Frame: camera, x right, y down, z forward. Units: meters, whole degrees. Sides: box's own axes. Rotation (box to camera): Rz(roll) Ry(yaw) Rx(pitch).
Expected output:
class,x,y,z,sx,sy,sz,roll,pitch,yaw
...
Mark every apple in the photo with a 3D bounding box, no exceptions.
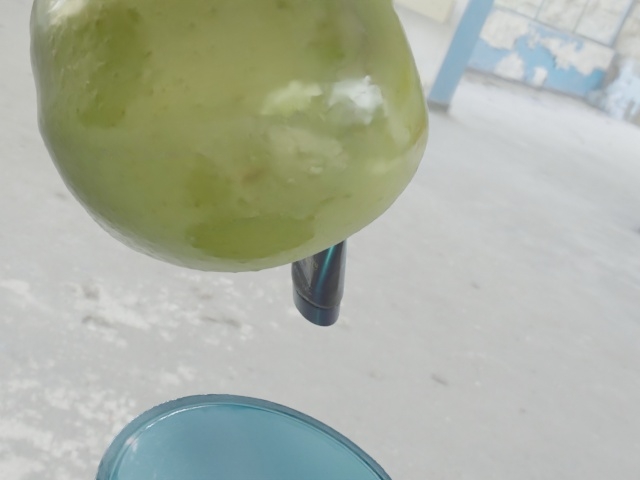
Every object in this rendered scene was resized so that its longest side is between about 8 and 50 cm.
class,x,y,z,sx,sy,sz,roll,pitch,yaw
apple,-0.096,-0.156,0.866,0.360,0.312,0.320,-15,30,12

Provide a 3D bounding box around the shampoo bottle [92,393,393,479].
class,x,y,z,sx,sy,sz,roll,pitch,yaw
shampoo bottle,-0.109,0.389,0.940,0.331,0.343,0.331,20,28,-11

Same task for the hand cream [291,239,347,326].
class,x,y,z,sx,sy,sz,roll,pitch,yaw
hand cream,0.000,0.000,1.230,0.061,0.271,0.120,-20,52,-21
